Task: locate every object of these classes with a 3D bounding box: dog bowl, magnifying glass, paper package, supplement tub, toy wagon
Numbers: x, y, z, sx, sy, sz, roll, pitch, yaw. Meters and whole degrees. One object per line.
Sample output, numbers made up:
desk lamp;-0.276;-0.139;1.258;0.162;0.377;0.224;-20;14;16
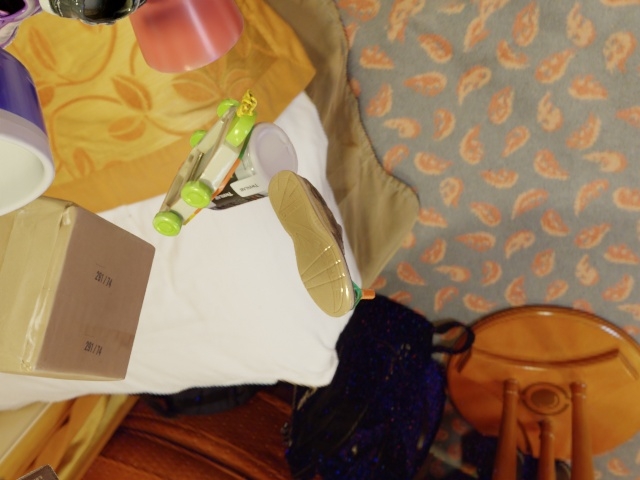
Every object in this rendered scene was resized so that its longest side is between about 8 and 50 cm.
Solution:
dog bowl;-0.408;-0.096;0.637;0.264;0.264;0.104;-23;77;31
magnifying glass;0.096;0.146;1.788;0.026;0.231;0.092;-10;82;28
paper package;-0.484;0.104;1.235;0.168;0.310;0.325;8;169;13
supplement tub;-0.233;-0.191;1.774;0.315;0.194;0.194;-14;117;38
toy wagon;-0.212;-0.163;1.278;0.068;0.267;0.344;33;136;-23

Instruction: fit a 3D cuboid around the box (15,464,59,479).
box;-0.350;0.417;0.760;0.203;0.167;0.169;43;131;23

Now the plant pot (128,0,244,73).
plant pot;-0.345;-0.575;1.529;0.274;0.275;0.243;1;144;19

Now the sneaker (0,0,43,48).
sneaker;-0.625;-0.445;1.270;0.236;0.105;0.095;-29;111;21

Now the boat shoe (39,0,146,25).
boat shoe;-0.399;-0.461;1.240;0.091;0.302;0.114;22;122;10

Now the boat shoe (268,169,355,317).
boat shoe;0.000;0.000;1.194;0.102;0.092;0.285;-35;76;34
